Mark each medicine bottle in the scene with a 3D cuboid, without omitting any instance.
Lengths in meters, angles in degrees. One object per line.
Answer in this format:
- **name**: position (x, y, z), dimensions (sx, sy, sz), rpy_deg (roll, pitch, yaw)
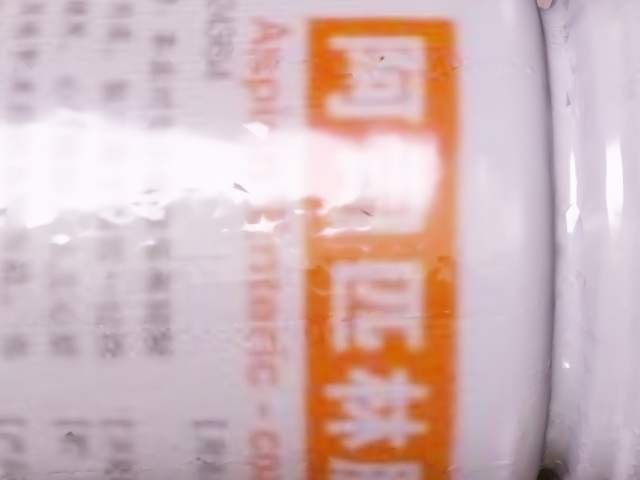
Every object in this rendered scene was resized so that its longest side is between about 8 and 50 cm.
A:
- **medicine bottle**: position (0.000, 0.000, 0.692), dimensions (0.371, 0.211, 0.211), rpy_deg (0, 80, 1)
